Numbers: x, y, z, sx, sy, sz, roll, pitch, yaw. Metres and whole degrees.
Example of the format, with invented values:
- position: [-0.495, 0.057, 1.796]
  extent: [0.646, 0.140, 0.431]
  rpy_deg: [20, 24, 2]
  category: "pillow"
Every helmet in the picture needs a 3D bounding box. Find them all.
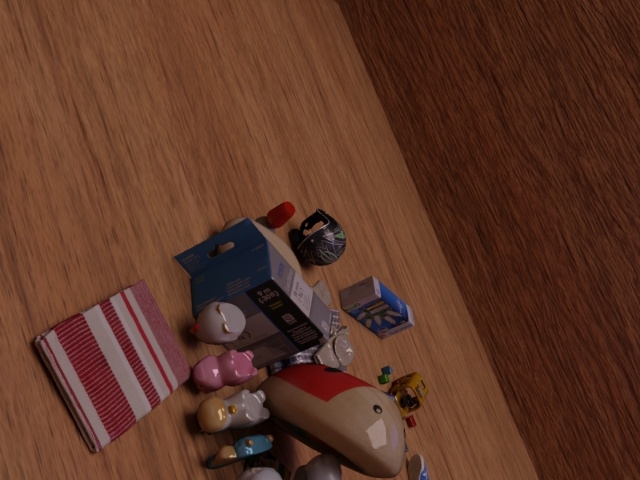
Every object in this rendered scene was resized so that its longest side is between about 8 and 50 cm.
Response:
- position: [0.000, 0.000, 2.321]
  extent: [0.169, 0.169, 0.161]
  rpy_deg: [37, 18, -45]
  category: "helmet"

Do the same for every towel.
- position: [-0.032, 0.286, 2.015]
  extent: [0.284, 0.121, 0.235]
  rpy_deg: [21, 49, -57]
  category: "towel"
- position: [-0.390, 0.232, 1.454]
  extent: [0.237, 0.037, 0.329]
  rpy_deg: [64, 25, -5]
  category: "towel"

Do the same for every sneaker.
- position: [0.320, 0.747, 2.331]
  extent: [0.084, 0.058, 0.152]
  rpy_deg: [32, 42, -40]
  category: "sneaker"

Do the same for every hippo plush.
- position: [-0.074, 0.584, 1.528]
  extent: [0.237, 0.234, 0.294]
  rpy_deg: [8, 36, -26]
  category: "hippo plush"

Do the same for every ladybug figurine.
- position: [0.025, 0.387, 1.688]
  extent: [0.305, 0.449, 0.162]
  rpy_deg: [45, 68, -31]
  category: "ladybug figurine"

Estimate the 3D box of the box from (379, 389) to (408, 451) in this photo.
- position: [0.168, 0.537, 2.239]
  extent: [0.233, 0.059, 0.183]
  rpy_deg: [31, 41, -50]
  category: "box"

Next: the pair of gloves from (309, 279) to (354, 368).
- position: [0.017, 0.228, 1.981]
  extent: [0.204, 0.042, 0.240]
  rpy_deg: [-21, 87, -64]
  category: "pair of gloves"

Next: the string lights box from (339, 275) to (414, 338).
- position: [0.192, 0.227, 2.511]
  extent: [0.260, 0.133, 0.076]
  rpy_deg: [40, 33, -42]
  category: "string lights box"

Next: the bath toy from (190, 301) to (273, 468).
- position: [-0.215, 0.304, 1.622]
  extent: [0.151, 0.129, 0.348]
  rpy_deg: [15, 52, -47]
  category: "bath toy"

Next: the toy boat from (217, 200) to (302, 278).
- position: [-0.156, 0.023, 2.026]
  extent: [0.267, 0.148, 0.318]
  rpy_deg: [42, 35, -19]
  category: "toy boat"

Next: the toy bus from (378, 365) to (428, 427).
- position: [0.287, 0.510, 2.453]
  extent: [0.191, 0.104, 0.202]
  rpy_deg: [38, 34, -44]
  category: "toy bus"

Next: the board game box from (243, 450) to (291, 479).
- position: [-0.127, 0.583, 1.635]
  extent: [0.136, 0.030, 0.259]
  rpy_deg: [52, 26, -29]
  category: "board game box"

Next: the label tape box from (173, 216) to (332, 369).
- position: [-0.165, 0.138, 1.752]
  extent: [0.333, 0.241, 0.106]
  rpy_deg: [50, 29, -27]
  category: "label tape box"
